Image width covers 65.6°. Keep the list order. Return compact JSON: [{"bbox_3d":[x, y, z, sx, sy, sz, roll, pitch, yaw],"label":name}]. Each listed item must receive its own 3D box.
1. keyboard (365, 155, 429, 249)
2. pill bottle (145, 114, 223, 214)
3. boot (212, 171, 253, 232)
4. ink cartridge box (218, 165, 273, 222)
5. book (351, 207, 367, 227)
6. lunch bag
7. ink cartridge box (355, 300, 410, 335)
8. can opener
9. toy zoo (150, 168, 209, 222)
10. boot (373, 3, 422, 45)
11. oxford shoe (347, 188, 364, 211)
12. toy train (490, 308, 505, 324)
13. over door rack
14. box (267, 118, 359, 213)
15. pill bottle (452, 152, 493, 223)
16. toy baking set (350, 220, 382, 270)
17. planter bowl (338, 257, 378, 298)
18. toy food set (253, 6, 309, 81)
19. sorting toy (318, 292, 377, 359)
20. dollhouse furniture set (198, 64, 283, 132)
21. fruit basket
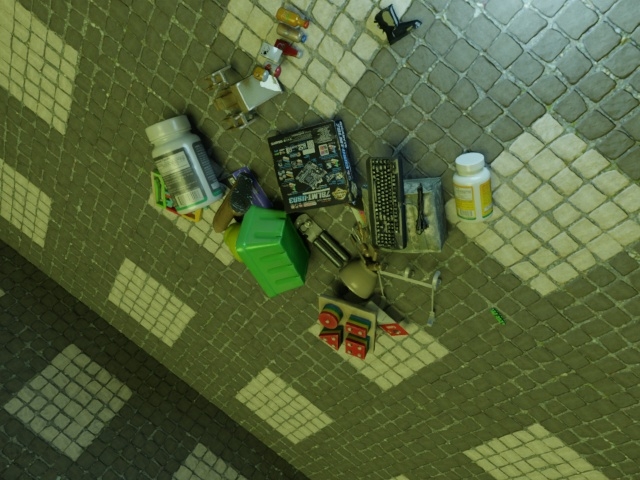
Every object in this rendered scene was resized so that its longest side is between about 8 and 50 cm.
[{"bbox_3d":[0.251,-0.118,1.624,0.201,0.033,0.317,2,113,23],"label":"keyboard"},{"bbox_3d":[-0.549,-0.304,2.000,0.204,0.204,0.361,-10,107,34],"label":"pill bottle"},{"bbox_3d":[-0.361,-0.114,1.995,0.089,0.236,0.269,28,131,-17],"label":"boot"},{"bbox_3d":[-0.333,-0.189,2.098,0.208,0.045,0.206,-20,111,37],"label":"ink cartridge box"},{"bbox_3d":[0.196,-0.111,1.874,0.144,0.035,0.096,-17,111,36],"label":"book"},{"bbox_3d":[0.283,-0.085,1.743,0.287,0.169,0.235,-1,115,28],"label":"lunch bag"},{"bbox_3d":[0.250,0.354,2.138,0.225,0.056,0.181,43,159,-5],"label":"ink cartridge box"},{"bbox_3d":[0.000,0.000,2.053,0.280,0.074,0.093,43,167,-4],"label":"can opener"},{"bbox_3d":[-0.641,-0.195,2.272,0.293,0.030,0.192,22,132,13],"label":"toy zoo"},{"bbox_3d":[0.223,-0.641,1.450,0.121,0.045,0.099,-20,110,39],"label":"boot"},{"bbox_3d":[0.093,-0.168,1.870,0.212,0.076,0.076,34,156,14],"label":"oxford shoe"},{"bbox_3d":[0.688,0.296,1.922,0.083,0.017,0.024,51,141,-14],"label":"toy train"},{"bbox_3d":[0.349,0.190,1.982,0.239,0.108,0.324,16,144,20],"label":"over door rack"},{"bbox_3d":[-0.029,-0.262,1.802,0.295,0.073,0.293,-8,103,32],"label":"box"},{"bbox_3d":[0.491,-0.170,1.607,0.118,0.117,0.208,1,124,28],"label":"pill bottle"},{"bbox_3d":[0.173,0.025,1.885,0.256,0.030,0.196,138,112,-78],"label":"toy baking set"},{"bbox_3d":[0.168,0.139,2.010,0.162,0.162,0.109,40,107,-4],"label":"planter bowl"},{"bbox_3d":[-0.119,-0.610,1.603,0.104,0.111,0.232,27,101,9],"label":"toy food set"},{"bbox_3d":[0.100,0.376,2.103,0.255,0.089,0.257,16,133,21],"label":"sorting toy"},{"bbox_3d":[-0.278,-0.527,1.780,0.242,0.161,0.212,8,130,52],"label":"dollhouse furniture set"},{"bbox_3d":[-0.263,0.035,2.056,0.392,0.283,0.392,6,142,5],"label":"fruit basket"}]
